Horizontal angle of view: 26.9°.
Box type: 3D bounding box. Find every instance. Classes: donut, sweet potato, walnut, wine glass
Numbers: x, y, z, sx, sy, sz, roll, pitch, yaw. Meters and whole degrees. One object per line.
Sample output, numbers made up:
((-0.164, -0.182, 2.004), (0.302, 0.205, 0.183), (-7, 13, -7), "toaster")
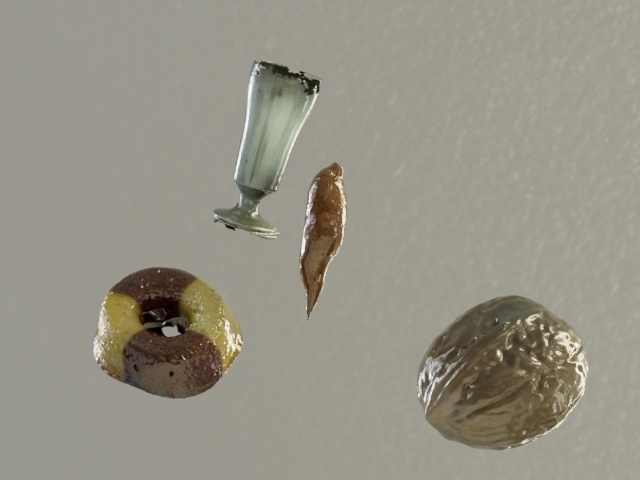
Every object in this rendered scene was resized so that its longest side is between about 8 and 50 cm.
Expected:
((-0.188, 0.105, 1.616), (0.184, 0.166, 0.073), (32, -32, 27), "donut")
((0.000, 0.000, 1.616), (0.056, 0.195, 0.056), (12, -3, 1), "sweet potato")
((0.213, 0.161, 1.587), (0.178, 0.230, 0.178), (37, -40, 40), "walnut")
((-0.050, -0.085, 1.245), (0.072, 0.072, 0.155), (21, -79, 21), "wine glass")
